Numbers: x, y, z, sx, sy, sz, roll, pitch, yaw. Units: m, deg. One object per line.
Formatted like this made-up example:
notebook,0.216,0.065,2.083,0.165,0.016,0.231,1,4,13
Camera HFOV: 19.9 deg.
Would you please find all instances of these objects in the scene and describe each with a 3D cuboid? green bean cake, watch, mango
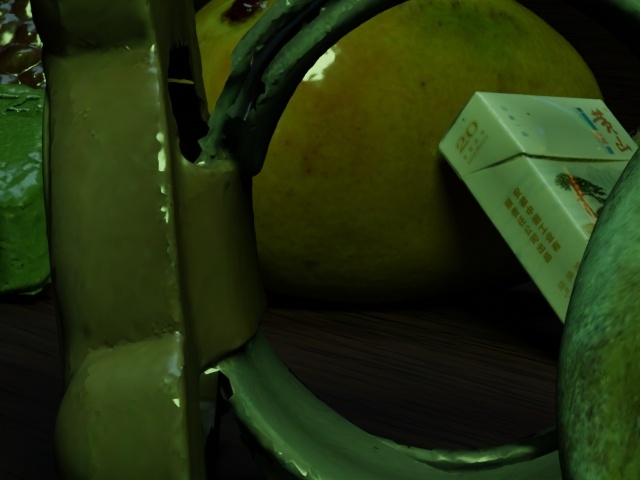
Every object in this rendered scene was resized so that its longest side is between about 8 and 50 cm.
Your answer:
green bean cake,-0.297,-0.043,1.461,0.200,0.113,0.214,1,30,3
watch,0.043,-0.029,0.852,0.326,0.335,0.314,-5,6,2
mango,0.067,-0.079,1.517,0.445,0.300,0.232,16,19,-36

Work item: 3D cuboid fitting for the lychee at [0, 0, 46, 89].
lychee,-0.273,-0.136,1.721,0.306,0.306,0.330,10,34,43

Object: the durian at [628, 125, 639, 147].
durian,0.323,-0.021,1.983,0.187,0.108,0.119,-53,7,-37

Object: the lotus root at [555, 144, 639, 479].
lotus root,0.158,0.038,0.634,0.158,0.140,0.322,2,40,30

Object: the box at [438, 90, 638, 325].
box,0.207,-0.008,1.350,0.149,0.067,0.233,0,47,-45
